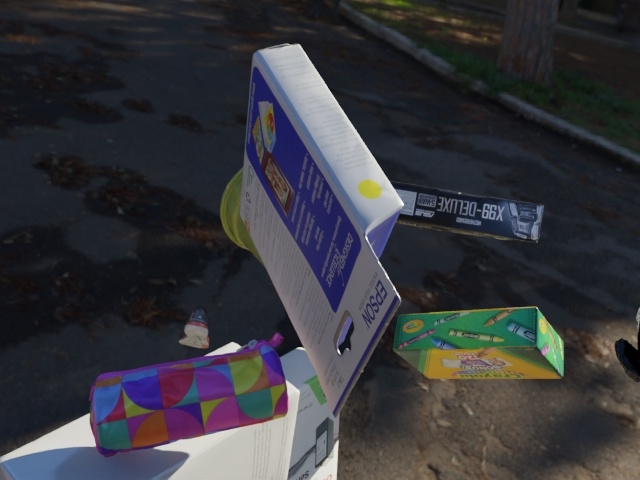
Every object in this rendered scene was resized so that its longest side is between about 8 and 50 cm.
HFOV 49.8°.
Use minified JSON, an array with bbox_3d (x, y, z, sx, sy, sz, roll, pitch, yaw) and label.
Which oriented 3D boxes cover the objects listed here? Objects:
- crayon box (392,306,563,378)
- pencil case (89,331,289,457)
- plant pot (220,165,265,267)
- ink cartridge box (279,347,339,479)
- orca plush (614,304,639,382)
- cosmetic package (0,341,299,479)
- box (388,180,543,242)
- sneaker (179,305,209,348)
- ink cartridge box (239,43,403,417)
[{"bbox_3d":[0.302,0.202,1.322,0.279,0.081,0.165,-8,-32,33],"label":"crayon box"},{"bbox_3d":[-0.153,0.183,0.823,0.237,0.104,0.104,-11,30,-16],"label":"pencil case"},{"bbox_3d":[-0.058,-0.021,1.552,0.276,0.276,0.254,-2,34,-26],"label":"plant pot"},{"bbox_3d":[-0.064,0.371,1.303,0.115,0.272,0.198,15,23,35],"label":"ink cartridge box"},{"bbox_3d":[0.414,0.079,0.736,0.151,0.102,0.287,21,48,20],"label":"orca plush"},{"bbox_3d":[-0.211,0.310,0.920,0.155,0.196,0.366,30,34,34],"label":"cosmetic package"},{"bbox_3d":[0.279,-0.056,1.421,0.308,0.076,0.242,10,1,7],"label":"box"},{"bbox_3d":[-0.249,0.177,1.411,0.061,0.158,0.064,15,63,-12],"label":"sneaker"},{"bbox_3d":[0.000,0.000,0.761,0.072,0.303,0.307,-20,64,-22],"label":"ink cartridge box"}]
